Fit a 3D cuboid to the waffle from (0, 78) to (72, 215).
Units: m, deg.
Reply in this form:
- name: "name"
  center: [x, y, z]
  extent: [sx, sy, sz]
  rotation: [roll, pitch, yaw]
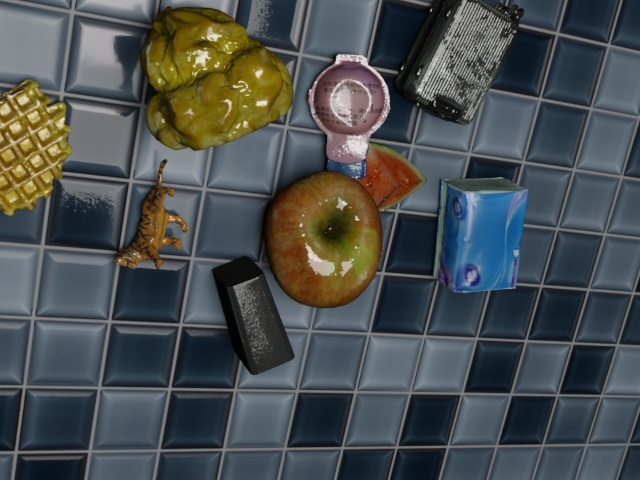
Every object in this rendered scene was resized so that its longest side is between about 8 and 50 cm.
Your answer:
- name: "waffle"
  center: [-0.649, -0.183, 1.764]
  extent: [0.283, 0.065, 0.309]
  rotation: [14, 101, -26]

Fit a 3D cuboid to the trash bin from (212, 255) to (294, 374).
- name: "trash bin"
  center: [-0.163, 0.170, 2.034]
  extent: [0.115, 0.165, 0.225]
  rotation: [-22, 113, -14]

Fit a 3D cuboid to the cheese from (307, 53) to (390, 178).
- name: "cheese"
  center: [0.064, -0.281, 2.001]
  extent: [0.189, 0.074, 0.285]
  rotation: [1, 106, 1]

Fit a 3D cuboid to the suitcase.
- name: "suitcase"
  center: [0.322, -0.437, 2.041]
  extent: [0.202, 0.128, 0.312]
  rotation: [22, 98, -27]

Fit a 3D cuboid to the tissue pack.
- name: "tissue pack"
  center: [0.404, -0.015, 2.212]
  extent: [0.198, 0.146, 0.263]
  rotation: [-3, 109, -21]

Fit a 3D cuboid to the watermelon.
- name: "watermelon"
  center: [0.160, -0.144, 2.101]
  extent: [0.145, 0.137, 0.192]
  rotation: [-20, 118, -49]

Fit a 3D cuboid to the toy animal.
- name: "toy animal"
  center: [-0.362, -0.057, 1.922]
  extent: [0.116, 0.114, 0.255]
  rotation: [16, 99, 17]

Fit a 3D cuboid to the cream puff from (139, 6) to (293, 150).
- name: "cream puff"
  center: [-0.224, -0.339, 1.733]
  extent: [0.291, 0.324, 0.257]
  rotation: [-16, 114, 11]

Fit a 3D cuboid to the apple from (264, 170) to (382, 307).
- name: "apple"
  center: [0.000, 0.000, 2.011]
  extent: [0.278, 0.250, 0.309]
  rotation: [16, 80, -11]
